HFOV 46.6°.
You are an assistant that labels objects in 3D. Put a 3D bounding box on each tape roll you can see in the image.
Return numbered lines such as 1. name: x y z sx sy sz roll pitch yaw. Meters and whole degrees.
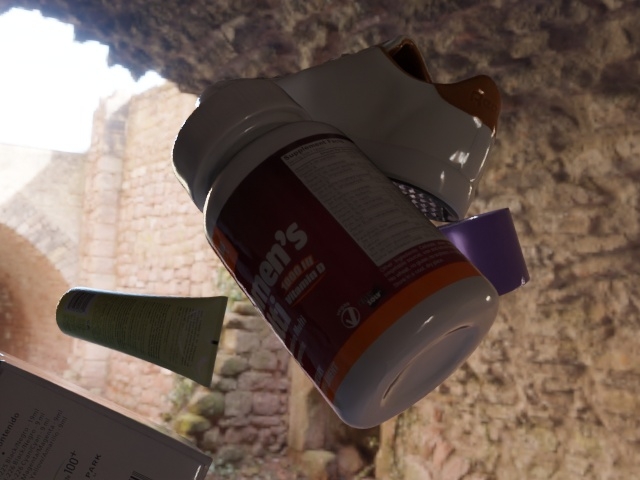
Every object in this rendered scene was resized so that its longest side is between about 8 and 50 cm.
1. tape roll: 0.119 0.029 0.790 0.188 0.080 0.189 -17 0 0

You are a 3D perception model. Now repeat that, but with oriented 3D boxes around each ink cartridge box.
1. ink cartridge box: -0.268 0.213 0.756 0.271 0.130 0.309 27 -17 -5

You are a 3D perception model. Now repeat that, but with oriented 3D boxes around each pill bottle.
1. pill bottle: 0.000 0.000 0.484 0.221 0.121 0.121 49 18 27

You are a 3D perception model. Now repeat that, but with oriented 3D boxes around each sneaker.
1. sneaker: 0.020 -0.108 0.612 0.290 0.123 0.106 22 -9 38

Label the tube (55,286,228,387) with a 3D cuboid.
1. tube: -0.195 0.095 0.815 0.240 0.070 0.062 4 32 37
